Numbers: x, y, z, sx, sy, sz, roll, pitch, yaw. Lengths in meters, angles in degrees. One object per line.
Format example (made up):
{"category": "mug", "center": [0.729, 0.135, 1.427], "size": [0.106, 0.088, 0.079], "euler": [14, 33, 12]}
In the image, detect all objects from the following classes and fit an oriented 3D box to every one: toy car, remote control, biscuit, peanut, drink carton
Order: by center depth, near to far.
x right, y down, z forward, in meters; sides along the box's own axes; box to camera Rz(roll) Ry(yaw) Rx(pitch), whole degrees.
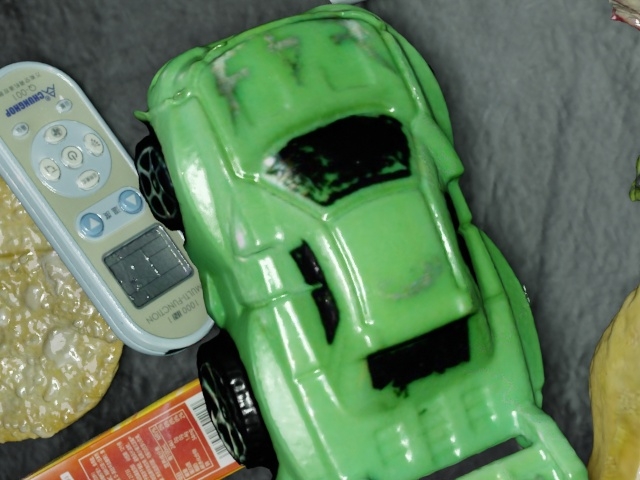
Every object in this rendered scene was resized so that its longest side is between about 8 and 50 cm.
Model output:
{"category": "toy car", "center": [0.027, 0.027, 1.236], "size": [0.213, 0.176, 0.358], "euler": [-19, 93, -19]}
{"category": "peanut", "center": [0.219, 0.136, 1.263], "size": [0.101, 0.117, 0.263], "euler": [9, 106, 2]}
{"category": "remote control", "center": [-0.163, -0.022, 1.389], "size": [0.244, 0.087, 0.047], "euler": [54, 144, 4]}
{"category": "drink carton", "center": [-0.126, 0.160, 1.401], "size": [0.223, 0.096, 0.071], "euler": [-30, 89, 21]}
{"category": "biscuit", "center": [-0.242, 0.048, 1.456], "size": [0.220, 0.033, 0.219], "euler": [3, 99, 18]}

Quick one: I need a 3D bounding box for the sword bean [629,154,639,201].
{"category": "sword bean", "center": [0.333, -0.028, 1.232], "size": [0.269, 0.038, 0.043], "euler": [9, 97, 17]}

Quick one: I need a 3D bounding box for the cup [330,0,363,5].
{"category": "cup", "center": [0.048, -0.218, 1.289], "size": [0.116, 0.074, 0.104], "euler": [-15, 66, 18]}

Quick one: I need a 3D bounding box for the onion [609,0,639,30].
{"category": "onion", "center": [0.274, -0.228, 1.132], "size": [0.207, 0.216, 0.206], "euler": [14, 82, 13]}
